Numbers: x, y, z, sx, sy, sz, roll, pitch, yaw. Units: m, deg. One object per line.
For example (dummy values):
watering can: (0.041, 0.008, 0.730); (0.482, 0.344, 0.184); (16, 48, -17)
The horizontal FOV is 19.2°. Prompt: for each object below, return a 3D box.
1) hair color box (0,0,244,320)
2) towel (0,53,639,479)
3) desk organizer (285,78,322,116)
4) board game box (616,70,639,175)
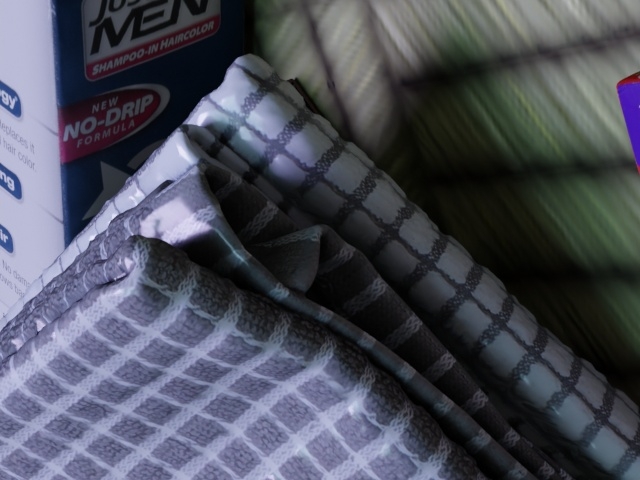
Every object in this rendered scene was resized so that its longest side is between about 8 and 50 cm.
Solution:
hair color box: (-0.126, -0.017, 0.900); (0.174, 0.105, 0.347); (35, 137, 37)
towel: (-0.035, 0.102, 0.741); (0.235, 0.121, 0.284); (44, 133, -6)
desk organizer: (0.000, 0.000, 0.791); (0.130, 0.047, 0.050); (54, 142, 16)
board game box: (0.184, 0.010, 0.541); (0.193, 0.045, 0.146); (-2, 110, 55)
